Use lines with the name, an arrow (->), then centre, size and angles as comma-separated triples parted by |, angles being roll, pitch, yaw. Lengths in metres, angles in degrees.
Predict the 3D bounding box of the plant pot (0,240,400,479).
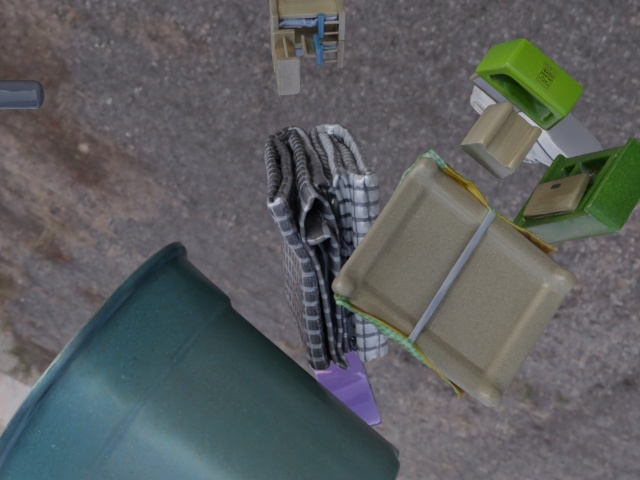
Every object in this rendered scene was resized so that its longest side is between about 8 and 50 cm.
plant pot -> -0.118, 0.233, 0.953 | 0.334, 0.341, 0.341 | 35, 160, 3

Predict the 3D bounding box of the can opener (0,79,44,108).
can opener -> -0.581, -0.204, 1.408 | 0.284, 0.095, 0.076 | -3, -172, -17

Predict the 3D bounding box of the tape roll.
tape roll -> 0.040, 0.231, 1.521 | 0.080, 0.189, 0.189 | -19, 152, 0

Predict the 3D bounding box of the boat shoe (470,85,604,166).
boat shoe -> 0.328, -0.164, 1.383 | 0.267, 0.096, 0.088 | 47, 138, 24

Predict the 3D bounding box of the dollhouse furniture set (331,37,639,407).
dollhouse furniture set -> 0.148, -0.012, 0.871 | 0.198, 0.301, 0.151 | 38, 169, -10

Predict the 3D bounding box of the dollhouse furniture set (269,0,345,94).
dollhouse furniture set -> -0.018, -0.325, 1.564 | 0.129, 0.183, 0.129 | -5, 140, -5

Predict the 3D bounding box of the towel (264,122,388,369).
towel -> 0.000, 0.000, 1.091 | 0.121, 0.235, 0.283 | -7, -159, -4
